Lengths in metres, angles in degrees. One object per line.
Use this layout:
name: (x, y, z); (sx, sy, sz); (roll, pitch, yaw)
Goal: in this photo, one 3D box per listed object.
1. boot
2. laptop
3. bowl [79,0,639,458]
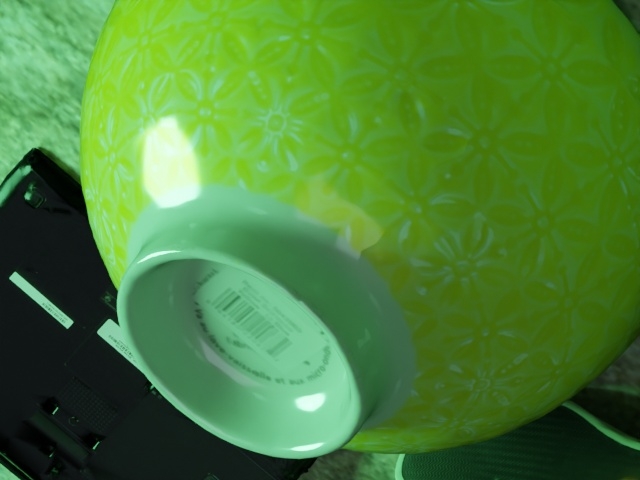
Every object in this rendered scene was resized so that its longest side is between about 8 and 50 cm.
boot: (0.163, 0.164, 0.835); (0.244, 0.088, 0.176); (10, 148, 39)
laptop: (-0.138, 0.090, 1.018); (0.234, 0.136, 0.264); (40, 114, -6)
bowl: (0.000, 0.000, 0.730); (0.289, 0.156, 0.289); (19, 136, 19)
